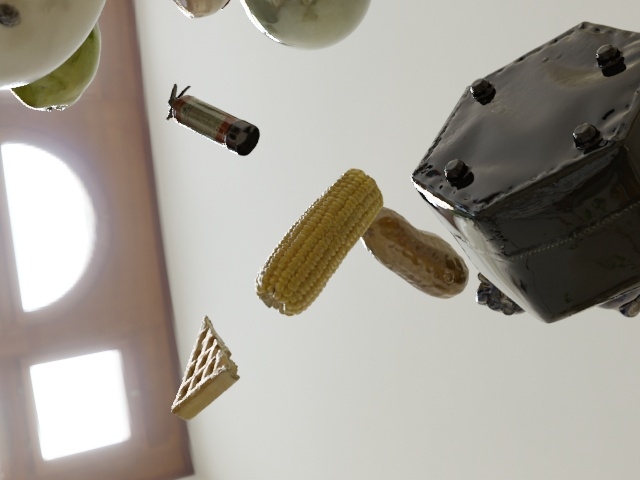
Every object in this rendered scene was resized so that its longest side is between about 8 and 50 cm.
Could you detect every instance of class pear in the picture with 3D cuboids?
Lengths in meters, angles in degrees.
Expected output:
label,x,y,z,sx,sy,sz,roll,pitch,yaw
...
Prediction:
label,x,y,z,sx,sy,sz,roll,pitch,yaw
pear,-0.531,-0.383,1.829,0.212,0.212,0.269,34,-53,51

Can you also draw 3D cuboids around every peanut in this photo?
label,x,y,z,sx,sy,sz,roll,pitch,yaw
peanut,0.161,0.020,1.651,0.095,0.226,0.108,-52,-169,34

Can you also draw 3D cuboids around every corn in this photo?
label,x,y,z,sx,sy,sz,roll,pitch,yaw
corn,0.000,0.000,1.369,0.093,0.244,0.093,32,-21,13

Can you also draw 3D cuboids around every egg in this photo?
label,x,y,z,sx,sy,sz,roll,pitch,yaw
egg,-0.029,-0.529,1.933,0.336,0.278,0.278,25,53,-82

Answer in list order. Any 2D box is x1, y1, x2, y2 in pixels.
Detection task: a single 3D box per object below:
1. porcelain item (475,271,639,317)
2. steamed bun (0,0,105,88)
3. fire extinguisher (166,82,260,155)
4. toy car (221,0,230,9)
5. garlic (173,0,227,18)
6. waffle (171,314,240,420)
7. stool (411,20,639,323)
label,x,y,z,sx,sy,sz,roll,pitch,yaw
porcelain item,0.405,0.052,1.573,0.138,0.288,0.186,-39,141,-81
steamed bun,-0.500,-0.408,1.464,0.374,0.334,0.334,-39,-116,42
fire extinguisher,-0.163,-0.177,1.357,0.177,0.050,0.062,29,-92,32
toy car,-0.184,-0.407,1.434,0.059,0.122,0.035,-54,-152,1
garlic,-0.142,-0.351,1.144,0.099,0.174,0.124,-9,-50,35
waffle,-0.127,0.130,1.193,0.125,0.032,0.191,-44,-159,33
stool,0.199,-0.061,0.755,0.141,0.232,0.232,50,-20,-26
